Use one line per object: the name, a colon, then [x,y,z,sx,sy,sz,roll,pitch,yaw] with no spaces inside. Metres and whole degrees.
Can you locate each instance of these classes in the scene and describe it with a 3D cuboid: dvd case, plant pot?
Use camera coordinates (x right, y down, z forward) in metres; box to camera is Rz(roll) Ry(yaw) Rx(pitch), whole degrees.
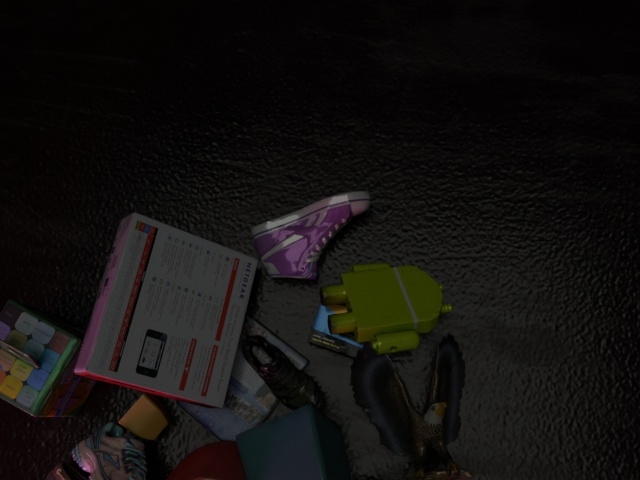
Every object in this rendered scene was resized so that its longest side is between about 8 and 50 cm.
dvd case: [-0.171,0.310,1.672,0.180,0.022,0.253,36,82,12]
plant pot: [-0.205,0.542,1.496,0.274,0.243,0.275,0,82,2]
plant pot: [-0.371,0.383,1.642,0.083,0.081,0.081,42,83,1]
plant pot: [-0.033,0.468,1.440,0.165,0.166,0.234,-25,55,11]

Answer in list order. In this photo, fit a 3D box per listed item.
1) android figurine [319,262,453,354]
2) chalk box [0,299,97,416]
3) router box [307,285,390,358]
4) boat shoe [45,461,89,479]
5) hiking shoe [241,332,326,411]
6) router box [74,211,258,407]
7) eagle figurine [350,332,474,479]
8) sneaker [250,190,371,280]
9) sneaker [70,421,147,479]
android figurine: [0.141,0.133,1.612,0.272,0.056,0.248,-7,42,-12]
chalk box: [-0.585,0.248,1.577,0.180,0.289,0.179,27,81,10]
router box: [0.077,0.190,1.670,0.178,0.046,0.133,17,79,8]
boat shoe: [-0.452,0.574,1.586,0.305,0.109,0.091,28,85,13]
hiking shoe: [-0.085,0.285,1.601,0.227,0.114,0.086,39,83,12]
router box: [-0.310,0.152,1.586,0.301,0.082,0.336,23,68,-29]
eagle figurine: [0.208,0.357,1.563,0.225,0.226,0.298,-37,47,28]
sneaker: [0.000,0.000,1.699,0.282,0.102,0.161,-22,80,9]
sneaker: [-0.407,0.459,1.558,0.122,0.110,0.283,-47,42,-17]
